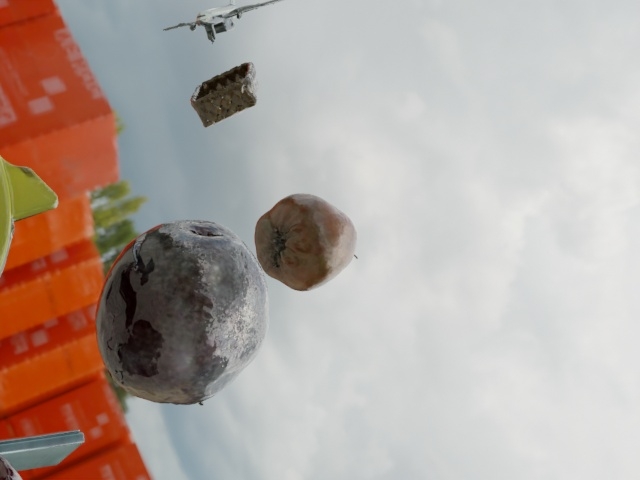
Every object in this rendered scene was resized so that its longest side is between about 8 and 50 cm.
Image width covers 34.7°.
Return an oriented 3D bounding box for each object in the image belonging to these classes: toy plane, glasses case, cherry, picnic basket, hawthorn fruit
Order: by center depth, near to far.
[{"bbox_3d":[-0.137,0.069,1.052,0.195,0.195,0.195,50,-27,39],"label":"cherry"},{"bbox_3d":[-0.016,-0.007,1.521,0.149,0.189,0.149,8,-67,20],"label":"hawthorn fruit"},{"bbox_3d":[-0.155,-0.352,1.601,0.226,0.226,0.058,-74,149,-63],"label":"toy plane"},{"bbox_3d":[-0.147,-0.232,1.627,0.193,0.110,0.055,-97,162,-70],"label":"picnic basket"},{"bbox_3d":[-0.559,0.370,1.817,0.105,0.266,0.056,-41,-116,31],"label":"glasses case"}]

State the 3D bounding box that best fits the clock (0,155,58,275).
[{"bbox_3d":[-0.406,-0.028,0.879,0.277,0.293,0.071,40,-15,-6],"label":"clock"}]

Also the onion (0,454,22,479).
[{"bbox_3d":[-0.372,0.265,0.882,0.248,0.248,0.161,26,-69,60],"label":"onion"}]
